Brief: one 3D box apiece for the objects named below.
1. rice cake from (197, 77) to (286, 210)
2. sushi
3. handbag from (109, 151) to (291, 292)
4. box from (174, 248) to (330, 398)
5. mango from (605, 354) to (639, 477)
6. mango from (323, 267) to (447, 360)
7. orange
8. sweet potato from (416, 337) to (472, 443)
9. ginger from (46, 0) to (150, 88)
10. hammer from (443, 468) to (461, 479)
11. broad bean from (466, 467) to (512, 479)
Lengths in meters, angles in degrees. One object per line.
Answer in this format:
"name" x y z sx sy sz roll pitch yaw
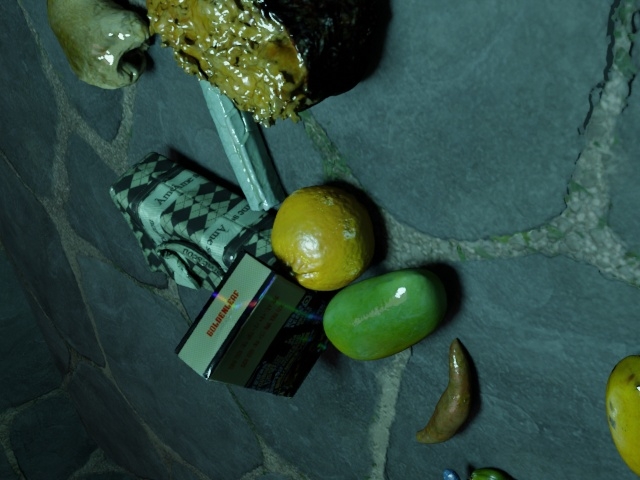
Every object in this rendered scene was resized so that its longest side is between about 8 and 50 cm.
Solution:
"rice cake" -0.147 -0.209 1.152 0.063 0.066 0.336 -4 115 42
"sushi" -0.094 -0.314 0.889 0.349 0.208 0.234 33 146 33
"handbag" -0.215 0.038 1.358 0.416 0.180 0.316 28 145 27
"box" -0.088 0.156 1.138 0.084 0.198 0.310 31 176 29
"mango" 0.402 0.215 0.811 0.115 0.090 0.178 -104 -9 -76
"mango" 0.106 0.112 1.053 0.157 0.114 0.251 29 136 -21
"orange" 0.002 -0.003 1.071 0.178 0.155 0.177 17 117 37
"sweet potato" 0.220 0.278 1.119 0.078 0.058 0.255 53 147 42
"ginger" -0.431 -0.422 1.265 0.276 0.130 0.221 25 126 28
"hammer" 0.253 0.481 1.211 0.116 0.069 0.193 16 138 43
"broad bean" 0.353 0.441 1.096 0.256 0.052 0.052 19 91 44
